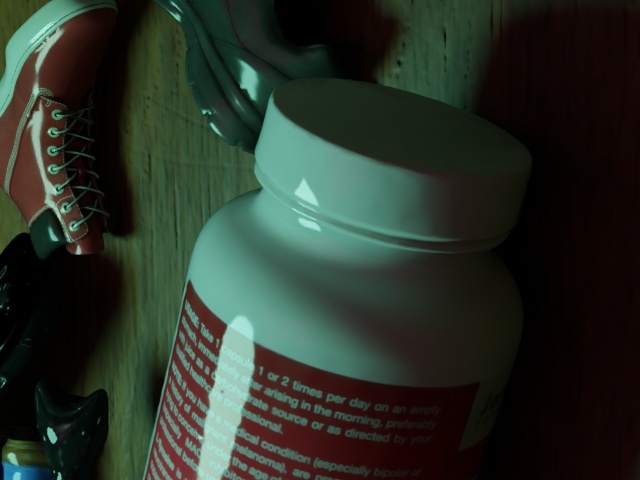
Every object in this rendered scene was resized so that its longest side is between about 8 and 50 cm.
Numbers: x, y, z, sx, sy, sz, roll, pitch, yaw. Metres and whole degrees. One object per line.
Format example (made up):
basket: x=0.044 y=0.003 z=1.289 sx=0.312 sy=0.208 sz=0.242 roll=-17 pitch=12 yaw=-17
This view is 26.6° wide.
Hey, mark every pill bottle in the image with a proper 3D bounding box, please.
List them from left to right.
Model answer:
pill bottle: x=0.005 y=0.108 z=0.932 sx=0.229 sy=0.229 sz=0.407 roll=30 pitch=117 yaw=34

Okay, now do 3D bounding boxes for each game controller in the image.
game controller: x=-0.350 y=0.141 z=1.282 sx=0.319 sy=0.067 sz=0.166 roll=-52 pitch=36 yaw=16

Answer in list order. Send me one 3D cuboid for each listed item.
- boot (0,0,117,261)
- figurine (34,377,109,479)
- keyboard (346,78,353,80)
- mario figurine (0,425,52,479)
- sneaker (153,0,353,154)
boot: x=-0.213 y=-0.090 z=1.184 sx=0.176 sy=0.088 sz=0.244 roll=58 pitch=137 yaw=16
figurine: x=-0.151 y=0.225 z=1.160 sx=0.215 sy=0.092 sz=0.209 roll=1 pitch=94 yaw=17
keyboard: x=0.000 y=0.000 z=1.060 sx=0.072 sy=0.014 sz=0.256 roll=41 pitch=123 yaw=28
mario figurine: x=-0.277 y=0.344 z=1.324 sx=0.198 sy=0.170 sz=0.320 roll=-176 pitch=90 yaw=-77
sneaker: x=-0.071 y=-0.210 z=1.036 sx=0.130 sy=0.109 sz=0.286 roll=-37 pitch=83 yaw=32
